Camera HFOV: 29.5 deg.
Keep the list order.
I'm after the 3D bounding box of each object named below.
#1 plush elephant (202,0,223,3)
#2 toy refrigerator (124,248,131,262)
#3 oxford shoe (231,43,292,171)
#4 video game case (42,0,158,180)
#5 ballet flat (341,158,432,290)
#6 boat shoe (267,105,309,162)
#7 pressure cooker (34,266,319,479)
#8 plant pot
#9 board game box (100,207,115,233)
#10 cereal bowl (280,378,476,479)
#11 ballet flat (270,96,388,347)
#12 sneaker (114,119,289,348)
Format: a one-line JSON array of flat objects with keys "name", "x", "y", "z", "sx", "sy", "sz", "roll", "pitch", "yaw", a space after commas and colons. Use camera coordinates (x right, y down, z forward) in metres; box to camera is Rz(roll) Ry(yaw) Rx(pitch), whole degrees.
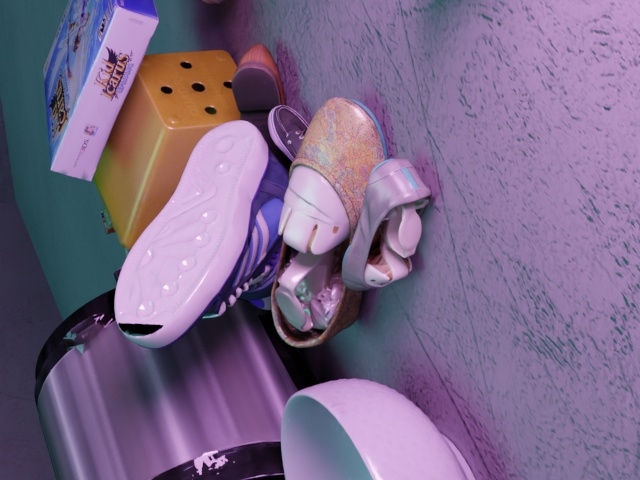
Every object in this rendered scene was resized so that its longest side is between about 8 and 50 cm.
[{"name": "plush elephant", "x": -0.255, "y": -0.468, "z": 1.467, "sx": 0.272, "sy": 0.255, "sz": 0.330, "roll": 107, "pitch": 142, "yaw": -57}, {"name": "toy refrigerator", "x": -0.309, "y": 0.100, "z": 2.280, "sx": 0.269, "sy": 0.102, "sz": 0.094, "roll": 103, "pitch": 146, "yaw": -55}, {"name": "oxford shoe", "x": -0.068, "y": -0.150, "z": 1.521, "sx": 0.076, "sy": 0.076, "sz": 0.212, "roll": -83, "pitch": -5, "yaw": -46}, {"name": "video game case", "x": -0.296, "y": -0.252, "z": 1.592, "sx": 0.244, "sy": 0.061, "sz": 0.269, "roll": -63, "pitch": 27, "yaw": 28}, {"name": "ballet flat", "x": 0.068, "y": 0.005, "z": 1.247, "sx": 0.068, "sy": 0.072, "sz": 0.213, "roll": 53, "pitch": 153, "yaw": 28}, {"name": "boat shoe", "x": -0.014, "y": -0.107, "z": 1.419, "sx": 0.142, "sy": 0.049, "sz": 0.040, "roll": 59, "pitch": 150, "yaw": 20}, {"name": "pressure cooker", "x": -0.195, "y": 0.241, "z": 1.658, "sx": 0.370, "sy": 0.376, "sz": 0.420, "roll": -45, "pitch": 50, "yaw": 22}, {"name": "plant pot", "x": -0.183, "y": -0.138, "z": 1.638, "sx": 0.212, "sy": 0.212, "sz": 0.187, "roll": 61, "pitch": 145, "yaw": 33}, {"name": "board game box", "x": -0.271, "y": -0.055, "z": 1.994, "sx": 0.193, "sy": 0.147, "sz": 0.045, "roll": 169, "pitch": 85, "yaw": -71}, {"name": "cereal bowl", "x": 0.086, "y": 0.304, "z": 1.321, "sx": 0.339, "sy": 0.141, "sz": 0.338, "roll": 164, "pitch": 90, "yaw": -71}, {"name": "ballet flat", "x": 0.000, "y": 0.000, "z": 1.343, "sx": 0.348, "sy": 0.123, "sz": 0.123, "roll": 97, "pitch": 150, "yaw": -49}, {"name": "sneaker", "x": -0.103, "y": 0.043, "z": 1.436, "sx": 0.130, "sy": 0.322, "sz": 0.236, "roll": 1, "pitch": 141, "yaw": 27}]
